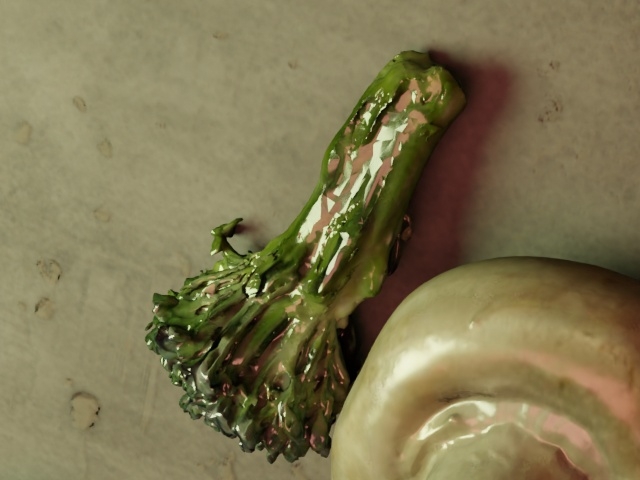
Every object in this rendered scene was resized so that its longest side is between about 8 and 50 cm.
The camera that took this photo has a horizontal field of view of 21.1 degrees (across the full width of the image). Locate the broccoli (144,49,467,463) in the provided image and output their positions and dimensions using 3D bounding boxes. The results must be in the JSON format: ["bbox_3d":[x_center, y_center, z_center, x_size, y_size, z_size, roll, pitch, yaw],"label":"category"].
[{"bbox_3d":[0.003,0.004,1.183,0.165,0.145,0.304,34,107,5],"label":"broccoli"}]

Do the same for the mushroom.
[{"bbox_3d":[0.131,0.165,1.080,0.297,0.290,0.297,9,114,21],"label":"mushroom"}]
